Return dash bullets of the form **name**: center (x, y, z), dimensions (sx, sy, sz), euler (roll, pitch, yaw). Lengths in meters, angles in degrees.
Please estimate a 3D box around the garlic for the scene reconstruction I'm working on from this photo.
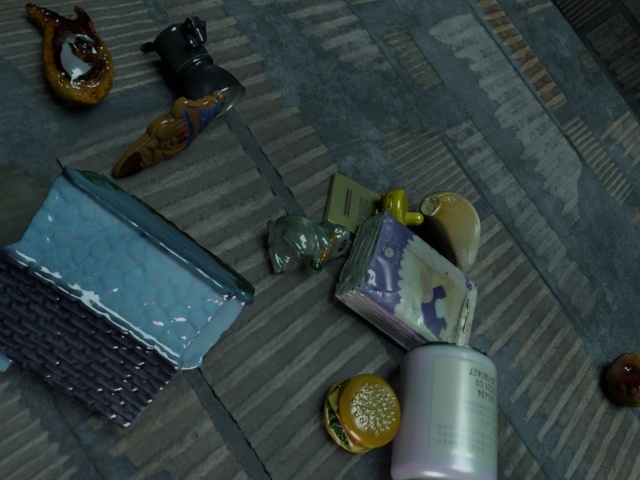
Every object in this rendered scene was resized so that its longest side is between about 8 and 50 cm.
- **garlic**: center (0.343, -0.023, 1.563), dimensions (0.164, 0.146, 0.244), euler (-44, 115, -47)

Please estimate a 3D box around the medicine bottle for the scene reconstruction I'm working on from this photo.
- **medicine bottle**: center (0.258, 0.421, 1.230), dimensions (0.214, 0.213, 0.378), euler (26, 54, -21)

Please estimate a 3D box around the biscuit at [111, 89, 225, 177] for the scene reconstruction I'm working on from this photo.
- **biscuit**: center (-0.306, -0.216, 1.210), dimensions (0.280, 0.183, 0.043), euler (-42, 81, -14)

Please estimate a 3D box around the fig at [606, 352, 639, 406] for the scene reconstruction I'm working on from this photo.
- **fig**: center (0.959, 0.437, 1.771), dimensions (0.257, 0.159, 0.159), euler (35, 48, -40)

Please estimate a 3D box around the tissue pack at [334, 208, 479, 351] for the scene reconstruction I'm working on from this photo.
- **tissue pack**: center (0.217, 0.121, 1.406), dimensions (0.344, 0.125, 0.242), euler (38, 51, -21)

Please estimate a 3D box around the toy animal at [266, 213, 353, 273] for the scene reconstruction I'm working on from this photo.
- **toy animal**: center (0.001, -0.003, 1.345), dimensions (0.251, 0.125, 0.127), euler (-10, 101, -44)

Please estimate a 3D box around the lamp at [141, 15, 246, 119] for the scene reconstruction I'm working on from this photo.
- **lamp**: center (-0.285, -0.396, 1.317), dimensions (0.147, 0.172, 0.227), euler (-32, 88, -39)

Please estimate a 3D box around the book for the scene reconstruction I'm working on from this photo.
- **book**: center (0.119, -0.062, 1.511), dimensions (0.231, 0.026, 0.161), euler (26, 53, -21)

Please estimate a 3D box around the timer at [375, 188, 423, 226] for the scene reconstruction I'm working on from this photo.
- **timer**: center (0.201, -0.076, 1.485), dimensions (0.107, 0.109, 0.107), euler (1, 90, -70)

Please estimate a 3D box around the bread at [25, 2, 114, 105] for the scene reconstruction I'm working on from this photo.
- **bread**: center (-0.509, -0.382, 1.215), dimensions (0.139, 0.095, 0.268), euler (-7, 57, -39)

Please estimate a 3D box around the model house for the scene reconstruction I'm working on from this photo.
- **model house**: center (-0.343, 0.119, 0.972), dimensions (0.360, 0.297, 0.339), euler (37, 87, -12)

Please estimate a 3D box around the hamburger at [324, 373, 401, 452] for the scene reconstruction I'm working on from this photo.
- **hamburger**: center (0.086, 0.351, 1.212), dimensions (0.162, 0.115, 0.161), euler (15, 57, -26)
